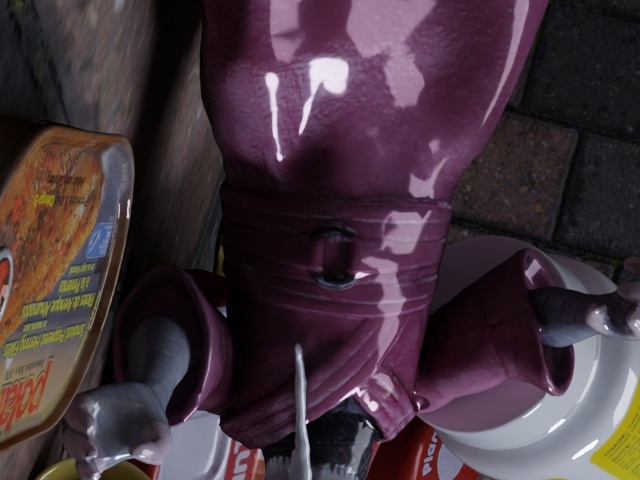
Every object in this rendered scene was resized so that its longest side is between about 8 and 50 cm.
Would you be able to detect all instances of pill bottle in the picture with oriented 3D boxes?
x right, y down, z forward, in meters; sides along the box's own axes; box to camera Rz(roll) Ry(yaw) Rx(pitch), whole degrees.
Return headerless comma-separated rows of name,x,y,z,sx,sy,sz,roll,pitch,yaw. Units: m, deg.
pill bottle,0.125,0.076,0.955,0.208,0.119,0.119,33,70,-55

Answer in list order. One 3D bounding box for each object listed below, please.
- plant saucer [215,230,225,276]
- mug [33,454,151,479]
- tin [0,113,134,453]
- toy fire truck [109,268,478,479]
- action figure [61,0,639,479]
plant saucer,0.000,0.000,1.326,0.333,0.081,0.333,98,9,-46
mug,-0.098,0.128,0.800,0.078,0.062,0.064,-61,175,-34
tin,-0.100,0.013,0.587,0.189,0.040,0.106,-6,107,-84
toy fire truck,-0.051,0.159,0.993,0.254,0.169,0.302,-2,108,-59
action figure,-0.007,-0.015,0.825,0.276,0.248,0.370,-143,-122,-67
